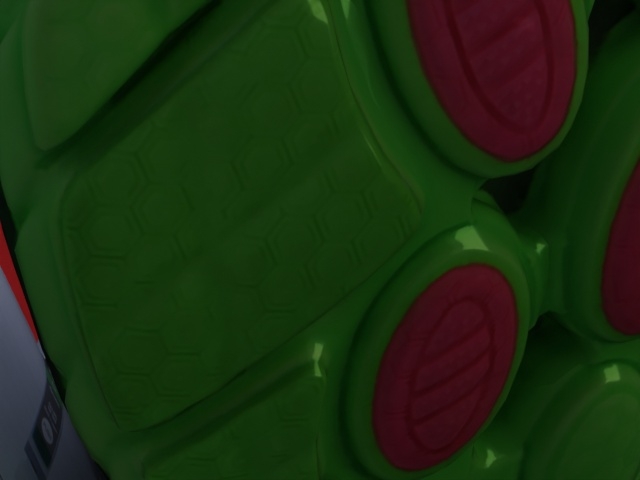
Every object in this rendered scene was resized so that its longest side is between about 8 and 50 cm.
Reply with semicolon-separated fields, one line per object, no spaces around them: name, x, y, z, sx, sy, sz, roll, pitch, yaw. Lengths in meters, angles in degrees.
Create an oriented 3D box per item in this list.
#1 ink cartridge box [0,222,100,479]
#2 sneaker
ink cartridge box;-0.094;-0.020;0.419;0.225;0.056;0.181;-72;145;-59
sneaker;0.000;0.000;0.483;0.202;0.185;0.483;48;-23;39
